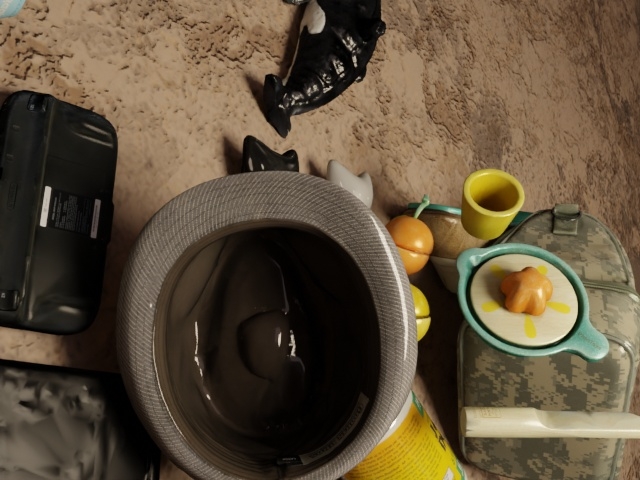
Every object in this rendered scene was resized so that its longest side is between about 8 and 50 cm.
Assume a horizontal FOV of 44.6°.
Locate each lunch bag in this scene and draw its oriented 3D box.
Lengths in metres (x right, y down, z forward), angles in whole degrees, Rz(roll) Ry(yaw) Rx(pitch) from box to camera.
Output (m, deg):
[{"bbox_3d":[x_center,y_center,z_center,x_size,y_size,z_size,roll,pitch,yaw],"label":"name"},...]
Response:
[{"bbox_3d":[0.302,0.137,1.018,0.256,0.213,0.305,-57,147,-46],"label":"lunch bag"}]

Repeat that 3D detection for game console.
[{"bbox_3d":[-0.215,0.056,0.631,0.213,0.044,0.361,20,65,-46],"label":"game console"}]

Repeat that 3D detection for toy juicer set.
[{"bbox_3d":[0.173,0.074,0.796,0.209,0.089,0.328,-16,58,-14],"label":"toy juicer set"}]

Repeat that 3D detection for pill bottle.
[{"bbox_3d":[0.064,0.214,0.844,0.208,0.118,0.117,57,44,-20],"label":"pill bottle"}]

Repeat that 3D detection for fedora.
[{"bbox_3d":[-0.046,0.078,0.677,0.244,0.124,0.275,-13,96,-7],"label":"fedora"}]

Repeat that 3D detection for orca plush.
[{"bbox_3d":[0.023,-0.251,0.939,0.287,0.102,0.151,-48,115,-44],"label":"orca plush"}]

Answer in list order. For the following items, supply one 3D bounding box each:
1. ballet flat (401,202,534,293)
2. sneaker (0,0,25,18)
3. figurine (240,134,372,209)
[{"bbox_3d":[0.229,0.015,1.113,0.342,0.116,0.124,1,98,-52],"label":"ballet flat"},{"bbox_3d":[-0.286,-0.213,0.555,0.150,0.135,0.365,50,48,-23],"label":"sneaker"},{"bbox_3d":[0.000,0.000,0.861,0.215,0.092,0.209,9,69,-48],"label":"figurine"}]
